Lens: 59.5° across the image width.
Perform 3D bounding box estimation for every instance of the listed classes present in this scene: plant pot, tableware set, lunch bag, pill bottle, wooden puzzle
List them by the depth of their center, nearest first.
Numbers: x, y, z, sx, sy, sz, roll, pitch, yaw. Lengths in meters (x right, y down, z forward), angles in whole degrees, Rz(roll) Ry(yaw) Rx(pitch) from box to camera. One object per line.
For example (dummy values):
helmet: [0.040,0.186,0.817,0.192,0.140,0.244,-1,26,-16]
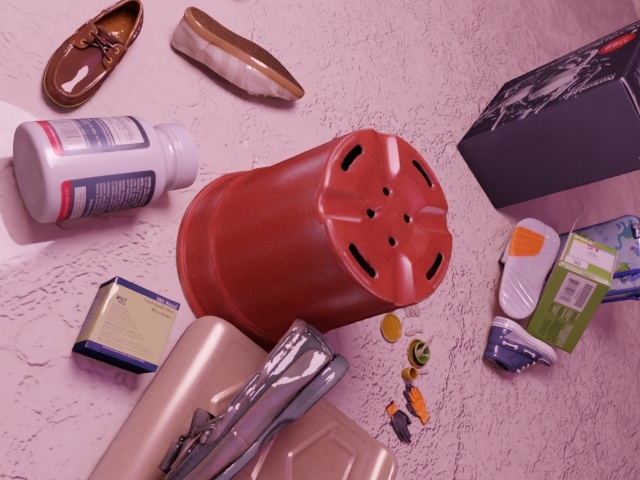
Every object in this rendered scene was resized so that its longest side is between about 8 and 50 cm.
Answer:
pill bottle: [-0.238,-0.086,0.639,0.180,0.108,0.108,-15,87,-41]
wooden puzzle: [-0.095,0.314,0.664,0.348,0.080,0.322,40,55,-17]
plant pot: [0.000,0.000,0.705,0.272,0.265,0.273,13,69,-36]
tableware set: [0.146,0.155,0.939,0.104,0.024,0.154,2,76,-39]
lunch bag: [0.630,0.051,1.238,0.090,0.219,0.176,15,69,-35]

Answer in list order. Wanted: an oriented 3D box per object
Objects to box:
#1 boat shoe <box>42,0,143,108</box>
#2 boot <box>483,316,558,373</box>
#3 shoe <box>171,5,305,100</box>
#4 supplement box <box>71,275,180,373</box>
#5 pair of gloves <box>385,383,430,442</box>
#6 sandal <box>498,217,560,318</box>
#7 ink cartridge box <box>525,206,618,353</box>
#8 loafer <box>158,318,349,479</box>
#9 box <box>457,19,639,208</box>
boat shoe: [-0.274,-0.237,0.684,0.064,0.060,0.178,39,56,-24]
boot: [0.391,0.228,1.101,0.190,0.069,0.086,33,73,-26]
shoe: [-0.117,-0.262,0.831,0.219,0.058,0.077,24,32,-37]
supplement box: [-0.219,0.097,0.634,0.083,0.056,0.083,30,60,-29]
pair of gloves: [0.144,0.280,0.910,0.083,0.010,0.074,-33,99,-40]
sandal: [0.408,0.060,1.150,0.102,0.076,0.265,33,56,4]
ink cartridge box: [0.521,0.072,1.140,0.097,0.189,0.255,25,40,20]
loafer: [-0.092,0.190,0.589,0.267,0.096,0.084,-37,82,-21]
box: [0.517,-0.257,1.154,0.179,0.343,0.312,53,50,-16]
